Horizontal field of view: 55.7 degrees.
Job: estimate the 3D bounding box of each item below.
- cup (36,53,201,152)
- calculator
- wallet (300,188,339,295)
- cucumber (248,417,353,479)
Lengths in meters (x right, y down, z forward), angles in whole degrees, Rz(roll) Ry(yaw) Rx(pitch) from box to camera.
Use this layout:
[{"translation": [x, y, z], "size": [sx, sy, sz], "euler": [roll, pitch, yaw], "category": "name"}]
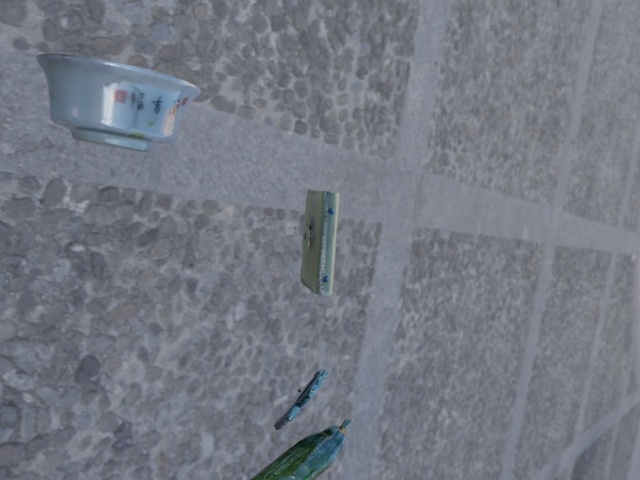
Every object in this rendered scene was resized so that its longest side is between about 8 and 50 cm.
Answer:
[{"translation": [-0.451, -0.289, 1.341], "size": [0.347, 0.347, 0.163], "euler": [3, 99, -55], "category": "cup"}, {"translation": [-0.025, 0.222, 0.852], "size": [0.094, 0.019, 0.141], "euler": [-48, 174, -38], "category": "calculator"}, {"translation": [0.000, 0.000, 0.938], "size": [0.039, 0.110, 0.155], "euler": [3, 96, -15], "category": "wallet"}, {"translation": [-0.047, 0.317, 0.801], "size": [0.250, 0.056, 0.056], "euler": [-31, 126, -22], "category": "cucumber"}]
